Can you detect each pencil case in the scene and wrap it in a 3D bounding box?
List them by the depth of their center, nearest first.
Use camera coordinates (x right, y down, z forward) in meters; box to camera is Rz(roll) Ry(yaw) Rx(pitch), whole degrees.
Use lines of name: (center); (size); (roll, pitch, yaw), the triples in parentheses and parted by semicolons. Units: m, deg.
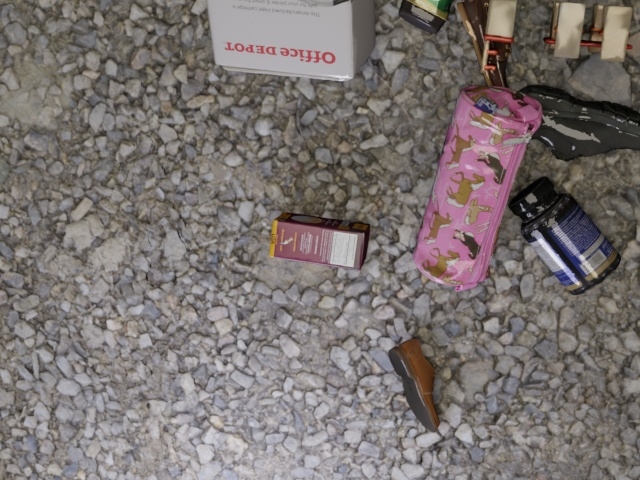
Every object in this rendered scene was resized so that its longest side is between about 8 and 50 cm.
pencil case: (0.292, -0.099, 1.873); (0.160, 0.167, 0.386); (15, 116, 2)

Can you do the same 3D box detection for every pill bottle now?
pill bottle: (0.468, -0.012, 1.907); (0.123, 0.123, 0.219); (-39, 93, 15)

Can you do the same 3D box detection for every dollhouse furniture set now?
dollhouse furniture set: (0.425, -0.361, 1.773); (0.259, 0.262, 0.135); (7, 105, 9)

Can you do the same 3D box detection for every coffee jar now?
coffee jar: (0.225, -0.491, 1.873); (0.096, 0.079, 0.184); (28, 104, 1)

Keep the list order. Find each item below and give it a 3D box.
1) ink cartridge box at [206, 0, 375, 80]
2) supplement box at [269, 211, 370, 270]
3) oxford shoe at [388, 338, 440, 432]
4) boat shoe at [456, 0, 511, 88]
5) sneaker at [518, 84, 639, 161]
ink cartridge box: (-0.057, -0.511, 1.786); (0.285, 0.166, 0.395); (10, 127, 18)
supplement box: (0.000, 0.000, 2.001); (0.188, 0.104, 0.080); (8, 102, 8)
oxford shoe: (0.215, 0.302, 2.049); (0.076, 0.076, 0.212); (-29, 110, -25)
boat shoe: (0.328, -0.371, 1.883); (0.073, 0.073, 0.207); (-19, 98, 16)
sneaker: (0.508, -0.206, 1.883); (0.286, 0.109, 0.130); (18, 114, 13)
